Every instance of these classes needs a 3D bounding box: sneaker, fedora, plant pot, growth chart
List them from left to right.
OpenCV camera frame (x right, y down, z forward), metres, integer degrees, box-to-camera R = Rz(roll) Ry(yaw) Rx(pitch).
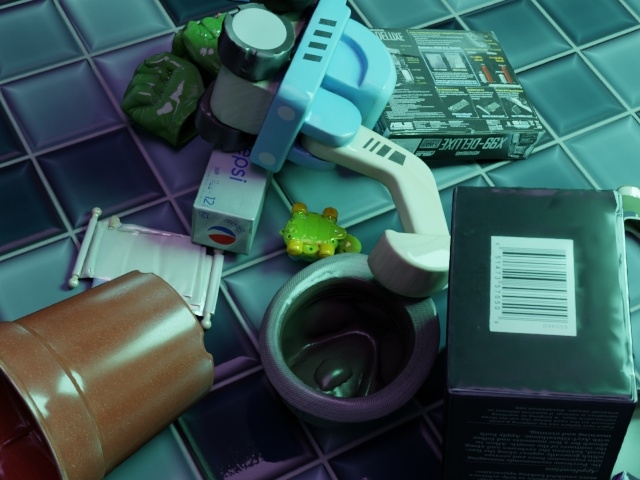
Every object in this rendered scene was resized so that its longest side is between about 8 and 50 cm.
[{"bbox_3d":[-0.300,0.182,1.455,0.265,0.272,0.272,-30,65,-34],"label":"plant pot"},{"bbox_3d":[-0.261,0.045,1.687,0.237,0.021,0.172,15,55,2],"label":"growth chart"},{"bbox_3d":[0.032,0.161,1.585,0.243,0.124,0.275,26,50,9],"label":"fedora"},{"bbox_3d":[0.565,-0.016,1.830,0.192,0.064,0.086,23,63,8],"label":"sneaker"}]

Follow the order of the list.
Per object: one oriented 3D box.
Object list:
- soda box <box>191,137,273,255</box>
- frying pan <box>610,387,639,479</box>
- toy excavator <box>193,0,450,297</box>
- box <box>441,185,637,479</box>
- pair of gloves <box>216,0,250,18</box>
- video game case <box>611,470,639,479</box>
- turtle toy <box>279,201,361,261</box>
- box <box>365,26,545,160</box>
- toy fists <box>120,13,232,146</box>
[{"bbox_3d":[-0.123,-0.118,1.767,0.098,0.091,0.286,13,51,0],"label":"soda box"},{"bbox_3d":[0.532,0.287,1.614,0.326,0.053,0.197,-16,60,-18],"label":"frying pan"},{"bbox_3d":[0.037,-0.170,1.663,0.445,0.222,0.433,23,51,-4],"label":"toy excavator"},{"bbox_3d":[0.264,0.164,1.437,0.212,0.395,0.294,2,55,6],"label":"box"},{"bbox_3d":[-0.111,-0.428,2.035,0.159,0.023,0.198,8,56,-3],"label":"pair of gloves"},{"bbox_3d":[0.459,0.451,1.466,0.232,0.042,0.210,30,61,-1],"label":"video game case"},{"bbox_3d":[0.000,0.000,1.728,0.130,0.066,0.095,9,55,-3],"label":"turtle toy"},{"bbox_3d":[0.196,-0.250,1.888,0.307,0.076,0.242,-4,55,-25],"label":"box"},{"bbox_3d":[-0.218,-0.282,1.875,0.142,0.096,0.279,32,59,15],"label":"toy fists"}]
